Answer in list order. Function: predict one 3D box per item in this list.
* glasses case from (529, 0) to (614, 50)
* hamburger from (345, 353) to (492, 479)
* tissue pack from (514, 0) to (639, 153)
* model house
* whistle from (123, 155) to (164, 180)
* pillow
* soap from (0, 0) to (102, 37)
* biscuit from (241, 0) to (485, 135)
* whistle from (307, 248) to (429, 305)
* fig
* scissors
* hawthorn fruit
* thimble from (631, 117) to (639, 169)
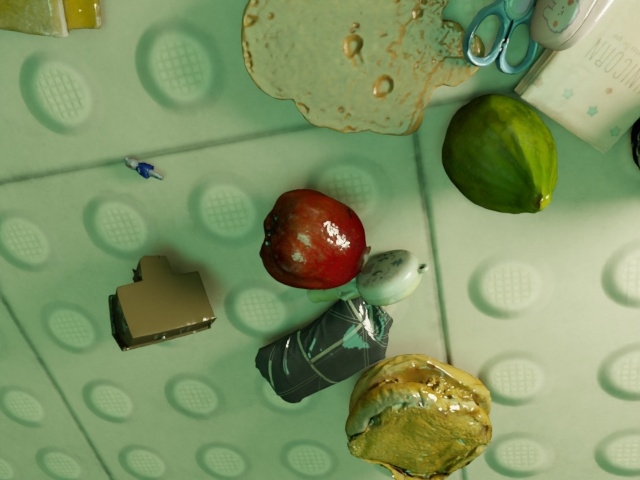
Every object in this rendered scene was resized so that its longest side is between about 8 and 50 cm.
[{"bbox_3d":[0.368,-0.390,0.627,0.075,0.113,0.296,20,112,-13],"label":"glasses case"},{"bbox_3d":[0.200,0.378,1.054,0.319,0.158,0.318,2,121,3],"label":"hamburger"},{"bbox_3d":[0.452,-0.303,0.700,0.170,0.071,0.325,29,120,-9],"label":"tissue pack"},{"bbox_3d":[-0.355,0.149,1.057,0.248,0.181,0.176,-45,62,52],"label":"model house"},{"bbox_3d":[-0.338,-0.135,0.948,0.083,0.029,0.033,26,156,1],"label":"whistle"},{"bbox_3d":[0.010,0.231,1.051,0.335,0.092,0.161,-33,106,22],"label":"pillow"},{"bbox_3d":[-0.478,-0.470,0.733,0.260,0.143,0.280,11,125,6],"label":"soap"},{"bbox_3d":[0.063,-0.304,0.774,0.377,0.051,0.269,7,116,2],"label":"biscuit"},{"bbox_3d":[0.089,0.082,0.949,0.258,0.126,0.067,-15,117,31],"label":"whistle"},{"bbox_3d":[0.291,-0.122,0.758,0.167,0.233,0.167,-21,132,-25],"label":"fig"},{"bbox_3d":[0.288,-0.371,0.700,0.125,0.030,0.255,4,116,-22],"label":"scissors"},{"bbox_3d":[0.000,0.000,0.887,0.203,0.185,0.185,11,121,-16],"label":"hawthorn fruit"},{"bbox_3d":[0.596,-0.150,0.715,0.238,0.150,0.237,3,118,6],"label":"thimble"}]
